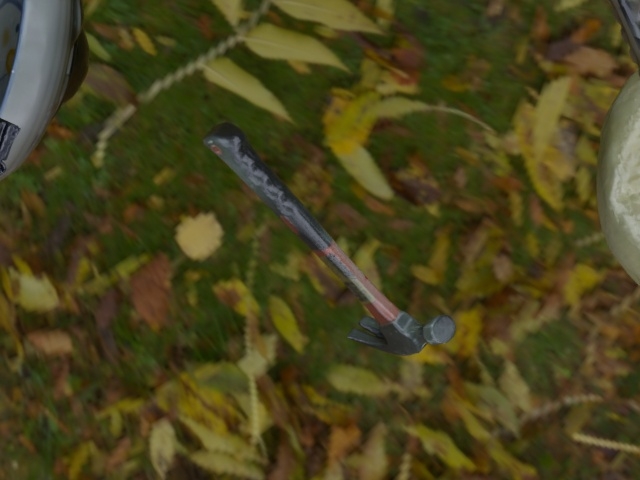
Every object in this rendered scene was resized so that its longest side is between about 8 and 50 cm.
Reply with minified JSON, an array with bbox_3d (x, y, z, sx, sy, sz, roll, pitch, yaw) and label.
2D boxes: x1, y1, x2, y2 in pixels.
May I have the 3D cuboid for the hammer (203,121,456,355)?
[{"bbox_3d":[0.000,0.000,1.725,0.288,0.111,0.033,48,57,-14],"label":"hammer"}]

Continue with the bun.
[{"bbox_3d":[0.336,-0.045,1.550,0.229,0.145,0.229,0,81,3],"label":"bun"}]

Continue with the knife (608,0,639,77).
[{"bbox_3d":[0.129,-0.148,0.778,0.043,0.089,0.365,-14,79,-31],"label":"knife"}]

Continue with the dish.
[{"bbox_3d":[-0.274,-0.167,1.691,0.133,0.273,0.273,11,99,-33],"label":"dish"}]

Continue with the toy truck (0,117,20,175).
[{"bbox_3d":[-0.261,-0.048,0.980,0.192,0.083,0.092,-21,119,-35],"label":"toy truck"}]
